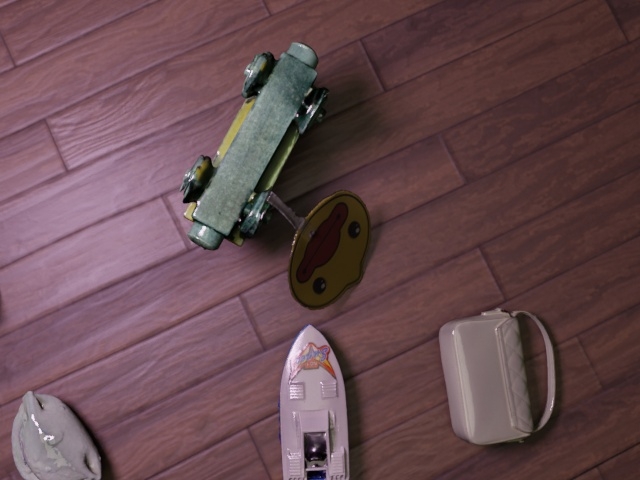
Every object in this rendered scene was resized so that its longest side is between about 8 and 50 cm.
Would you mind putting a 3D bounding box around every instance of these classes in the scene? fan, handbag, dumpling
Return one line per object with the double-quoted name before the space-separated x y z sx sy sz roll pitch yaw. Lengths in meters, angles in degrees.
"fan" -0.001 0.000 1.192 0.011 0.335 0.229 22 76 39
"handbag" 0.349 0.258 1.277 0.219 0.079 0.256 -5 85 -14
"dumpling" -0.498 0.382 1.209 0.149 0.105 0.216 -32 90 -11

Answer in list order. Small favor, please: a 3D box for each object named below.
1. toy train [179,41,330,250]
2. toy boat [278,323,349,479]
"toy train" -0.121 -0.160 1.205 0.160 0.253 0.397 29 83 -8
"toy boat" -0.015 0.305 1.245 0.129 0.088 0.295 -2 85 -3
